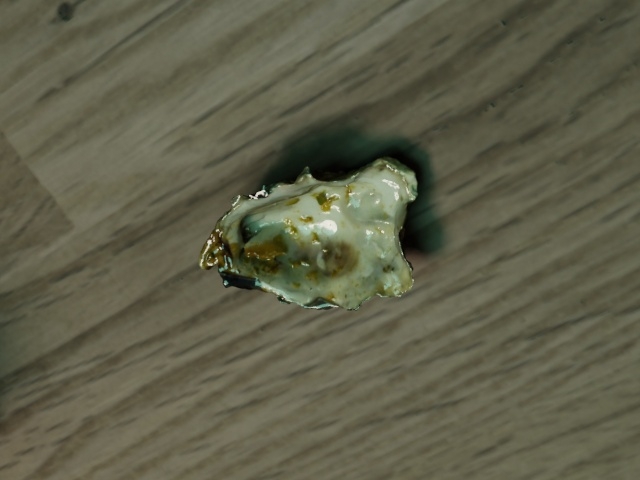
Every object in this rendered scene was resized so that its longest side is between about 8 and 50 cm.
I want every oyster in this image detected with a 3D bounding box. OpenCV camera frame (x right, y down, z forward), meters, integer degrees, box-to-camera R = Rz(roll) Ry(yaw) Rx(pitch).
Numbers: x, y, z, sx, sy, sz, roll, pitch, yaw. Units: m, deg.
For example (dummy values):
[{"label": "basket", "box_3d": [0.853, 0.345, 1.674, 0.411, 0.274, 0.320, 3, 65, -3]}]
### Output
[{"label": "oyster", "box_3d": [-0.008, -0.005, 1.257, 0.148, 0.051, 0.103, -3, 112, 9]}]
